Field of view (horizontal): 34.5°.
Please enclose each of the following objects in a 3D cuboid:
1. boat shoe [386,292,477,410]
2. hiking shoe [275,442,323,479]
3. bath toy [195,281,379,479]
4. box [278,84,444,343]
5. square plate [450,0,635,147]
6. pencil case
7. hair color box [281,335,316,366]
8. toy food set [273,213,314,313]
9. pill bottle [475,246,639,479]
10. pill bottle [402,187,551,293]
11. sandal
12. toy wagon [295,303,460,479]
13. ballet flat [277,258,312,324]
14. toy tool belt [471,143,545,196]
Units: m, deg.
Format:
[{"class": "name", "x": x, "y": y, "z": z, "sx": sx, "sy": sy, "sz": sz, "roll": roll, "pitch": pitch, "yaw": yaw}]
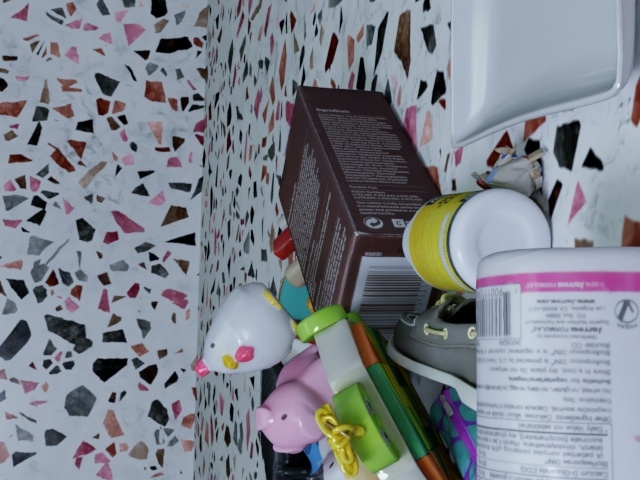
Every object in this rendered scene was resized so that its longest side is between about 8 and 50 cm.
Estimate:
[{"class": "boat shoe", "x": 0.152, "y": 0.102, "z": 1.019, "sx": 0.305, "sy": 0.109, "sz": 0.091, "roll": -161, "pitch": 79, "yaw": -72}, {"class": "hiking shoe", "x": 0.030, "y": 0.245, "z": 1.391, "sx": 0.113, "sy": 0.132, "sz": 0.304, "roll": -103, "pitch": 22, "yaw": -46}, {"class": "bath toy", "x": -0.015, "y": 0.208, "z": 1.212, "sx": 0.348, "sy": 0.129, "sz": 0.151, "roll": 52, "pitch": 177, "yaw": -15}, {"class": "box", "x": 0.049, "y": -0.035, "z": 1.361, "sx": 0.381, "sy": 0.143, "sz": 0.191, "roll": -111, "pitch": 27, "yaw": -52}, {"class": "square plate", "x": 0.208, "y": -0.276, "z": 0.973, "sx": 0.347, "sy": 0.049, "sz": 0.344, "roll": 172, "pitch": 101, "yaw": -75}, {"class": "pencil case", "x": 0.159, "y": 0.209, "z": 1.039, "sx": 0.064, "sy": 0.070, "sz": 0.152, "roll": -45, "pitch": 29, "yaw": 10}, {"class": "hair color box", "x": -0.043, "y": 0.187, "z": 1.707, "sx": 0.141, "sy": 0.043, "sz": 0.072, "roll": 16, "pitch": 105, "yaw": 38}, {"class": "toy food set", "x": 0.000, "y": 0.000, "z": 1.621, "sx": 0.104, "sy": 0.111, "sz": 0.232, "roll": -42, "pitch": 26, "yaw": 25}, {"class": "pill bottle", "x": 0.193, "y": 0.151, "z": 0.743, "sx": 0.160, "sy": 0.160, "sz": 0.283, "roll": 160, "pitch": 111, "yaw": -74}, {"class": "pill bottle", "x": 0.148, "y": 0.002, "z": 1.044, "sx": 0.184, "sy": 0.103, "sz": 0.103, "roll": 179, "pitch": 93, "yaw": -75}, {"class": "sandal", "x": -0.039, "y": 0.360, "z": 1.728, "sx": 0.167, "sy": 0.107, "sz": 0.446, "roll": -110, "pitch": 14, "yaw": -50}, {"class": "toy wagon", "x": 0.067, "y": 0.191, "z": 1.059, "sx": 0.267, "sy": 0.068, "sz": 0.344, "roll": 61, "pitch": -175, "yaw": 12}, {"class": "ballet flat", "x": -0.035, "y": 0.134, "z": 1.775, "sx": 0.073, "sy": 0.080, "sz": 0.232, "roll": -35, "pitch": -45, "yaw": -71}, {"class": "toy tool belt", "x": 0.190, "y": -0.071, "z": 1.024, "sx": 0.051, "sy": 0.052, "sz": 0.083, "roll": -56, "pitch": 19, "yaw": -4}]
